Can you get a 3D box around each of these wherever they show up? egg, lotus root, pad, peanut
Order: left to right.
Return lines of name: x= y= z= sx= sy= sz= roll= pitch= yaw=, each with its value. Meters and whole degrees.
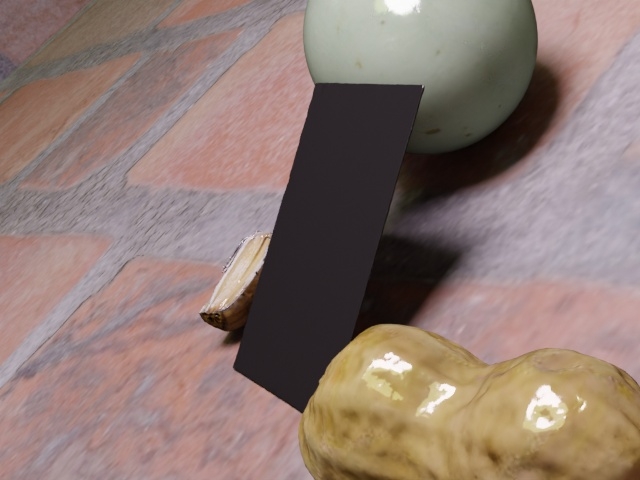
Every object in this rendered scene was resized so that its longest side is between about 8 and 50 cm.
lotus root: x=-0.046 y=0.029 z=0.700 sx=0.037 sy=0.030 sz=0.083 roll=-9 pitch=39 yaw=37
pad: x=0.000 y=0.000 z=0.601 sx=0.127 sy=0.004 sz=0.190 roll=19 pitch=93 yaw=61
egg: x=0.065 y=-0.132 z=0.678 sx=0.149 sy=0.149 sz=0.192 roll=-38 pitch=26 yaw=2
peanut: x=0.057 y=0.075 z=0.413 sx=0.193 sy=0.089 sz=0.089 roll=-3 pitch=42 yaw=52
